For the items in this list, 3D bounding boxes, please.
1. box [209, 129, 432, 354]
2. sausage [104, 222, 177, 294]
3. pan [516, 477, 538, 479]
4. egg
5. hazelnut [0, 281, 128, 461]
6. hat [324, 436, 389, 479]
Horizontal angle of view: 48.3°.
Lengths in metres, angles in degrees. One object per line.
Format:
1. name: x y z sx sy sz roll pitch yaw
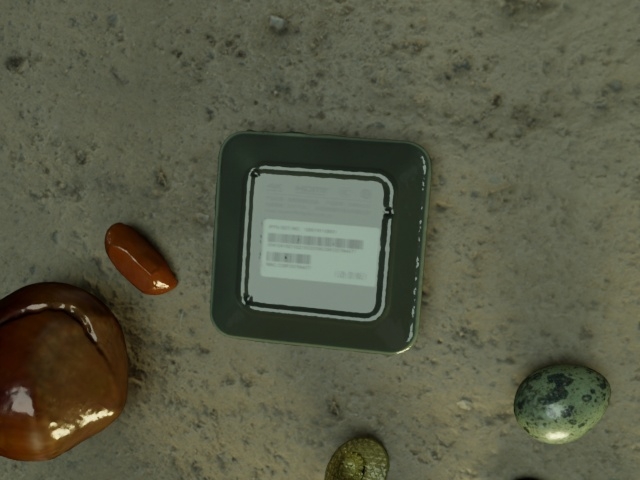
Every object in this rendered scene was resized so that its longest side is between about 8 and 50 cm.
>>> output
1. box: -0.001 0.000 1.329 0.396 0.111 0.397 4 95 9
2. sausage: -0.372 0.043 1.463 0.089 0.089 0.179 -42 95 15
3. pan: 0.345 0.508 1.350 0.212 0.040 0.115 -6 96 8
4. egg: 0.426 0.284 1.258 0.172 0.132 0.132 -24 90 3
5. hazelnut: -0.556 0.261 1.417 0.372 0.372 0.315 4 135 14
6. hat: 0.057 0.448 1.413 0.146 0.067 0.146 -3 97 -27
